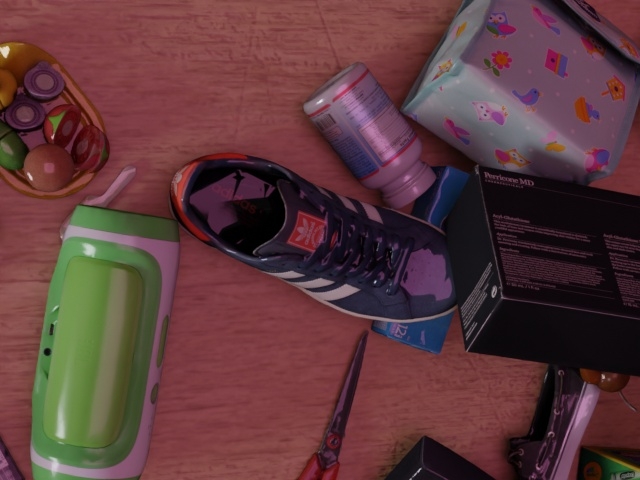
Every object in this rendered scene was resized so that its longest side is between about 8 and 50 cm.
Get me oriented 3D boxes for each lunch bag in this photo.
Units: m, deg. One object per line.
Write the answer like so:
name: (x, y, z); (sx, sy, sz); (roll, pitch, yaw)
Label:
lunch bag: (0.252, -0.202, 1.284); (0.223, 0.160, 0.262); (36, 59, -10)

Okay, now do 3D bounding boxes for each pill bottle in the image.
pill bottle: (0.059, -0.116, 1.275); (0.087, 0.087, 0.160); (-40, 102, -10)

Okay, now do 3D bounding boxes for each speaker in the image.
speaker: (-0.229, 0.116, 1.192); (0.131, 0.131, 0.296); (9, 91, -15)

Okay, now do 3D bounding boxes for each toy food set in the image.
toy food set: (-0.293, -0.112, 1.191); (0.128, 0.071, 0.218); (-41, 102, -9)

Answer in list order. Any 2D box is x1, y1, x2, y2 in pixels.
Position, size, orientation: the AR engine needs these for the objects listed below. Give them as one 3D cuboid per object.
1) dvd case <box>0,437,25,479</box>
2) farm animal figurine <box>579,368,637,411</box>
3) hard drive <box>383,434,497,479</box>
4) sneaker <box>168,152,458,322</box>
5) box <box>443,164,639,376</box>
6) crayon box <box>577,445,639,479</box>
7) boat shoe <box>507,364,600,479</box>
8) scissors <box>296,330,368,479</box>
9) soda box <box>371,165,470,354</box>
dvd case: (-0.420, 0.313, 1.206); (0.221, 0.018, 0.164); (-29, 101, -12)
farm animal figurine: (0.476, 0.096, 1.310); (0.330, 0.327, 0.172); (-46, 126, -3)
hard drive: (0.172, 0.363, 1.304); (0.255, 0.054, 0.172); (38, 107, -5)
sneaker: (0.000, 0.000, 1.198); (0.350, 0.148, 0.131); (17, 85, -1)
box: (0.277, 0.036, 1.182); (0.261, 0.103, 0.184); (10, 49, -14)
crayon box: (0.436, 0.308, 1.296); (0.165, 0.278, 0.081); (7, 90, -15)
boat shoe: (0.265, 0.252, 1.356); (0.076, 0.080, 0.228); (25, 87, -4)
scissors: (0.016, 0.257, 1.320); (0.109, 0.021, 0.297); (33, 83, -11)
soda box: (0.133, 0.021, 1.311); (0.071, 0.067, 0.210); (20, 88, -14)
